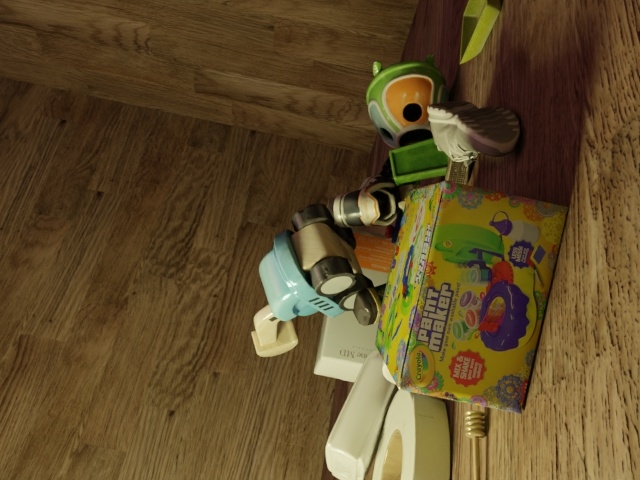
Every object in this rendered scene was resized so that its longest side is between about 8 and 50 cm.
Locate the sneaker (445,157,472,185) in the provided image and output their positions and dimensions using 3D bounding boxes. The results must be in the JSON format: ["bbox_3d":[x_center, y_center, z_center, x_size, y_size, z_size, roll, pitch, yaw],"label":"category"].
[{"bbox_3d":[0.314,-0.202,1.331,0.071,0.066,0.188,-79,2,-51],"label":"sneaker"}]

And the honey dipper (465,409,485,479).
[{"bbox_3d":[0.233,0.337,0.905,0.030,0.031,0.160,104,175,-58],"label":"honey dipper"}]

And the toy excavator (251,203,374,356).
[{"bbox_3d":[-0.075,0.150,1.660,0.433,0.446,0.222,40,-154,-56],"label":"toy excavator"}]

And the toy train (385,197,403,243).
[{"bbox_3d":[0.250,-0.015,1.811,0.143,0.105,0.247,-11,-67,-80],"label":"toy train"}]

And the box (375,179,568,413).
[{"bbox_3d":[0.211,0.071,0.936,0.279,0.177,0.289,-107,29,-87],"label":"box"}]

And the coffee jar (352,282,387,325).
[{"bbox_3d":[0.173,0.149,1.515,0.096,0.185,0.079,99,149,-52],"label":"coffee jar"}]

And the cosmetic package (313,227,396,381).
[{"bbox_3d":[0.134,0.199,1.873,0.161,0.230,0.452,106,175,-59],"label":"cosmetic package"}]

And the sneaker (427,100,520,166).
[{"bbox_3d":[0.297,-0.196,1.164,0.281,0.105,0.115,-118,17,-66],"label":"sneaker"}]

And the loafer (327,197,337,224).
[{"bbox_3d":[0.000,0.000,1.945,0.112,0.112,0.319,-82,5,-57],"label":"loafer"}]

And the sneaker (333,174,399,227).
[{"bbox_3d":[0.159,-0.103,1.613,0.321,0.128,0.126,-34,-64,-58],"label":"sneaker"}]

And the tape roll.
[{"bbox_3d":[0.171,0.491,1.217,0.392,0.072,0.391,-168,90,-89],"label":"tape roll"}]

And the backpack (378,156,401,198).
[{"bbox_3d":[0.272,-0.224,2.181,0.182,0.115,0.151,-79,13,-50],"label":"backpack"}]

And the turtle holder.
[{"bbox_3d":[0.251,-0.367,1.779,0.320,0.244,0.227,122,145,-59],"label":"turtle holder"}]

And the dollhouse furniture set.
[{"bbox_3d":[0.285,-0.081,1.542,0.197,0.152,0.301,50,-149,-66],"label":"dollhouse furniture set"}]

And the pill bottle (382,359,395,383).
[{"bbox_3d":[0.200,0.235,1.403,0.180,0.108,0.107,-80,2,-47],"label":"pill bottle"}]

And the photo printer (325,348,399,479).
[{"bbox_3d":[0.120,0.426,1.502,0.307,0.107,0.256,-60,-19,-30],"label":"photo printer"}]

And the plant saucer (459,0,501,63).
[{"bbox_3d":[0.394,-0.555,1.467,0.188,0.045,0.188,104,177,-61],"label":"plant saucer"}]
